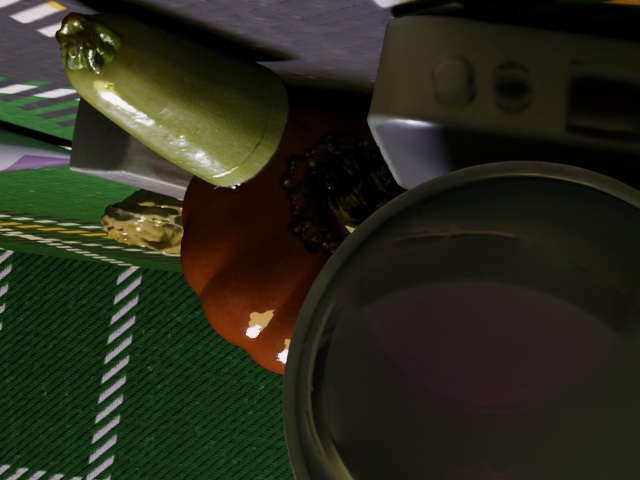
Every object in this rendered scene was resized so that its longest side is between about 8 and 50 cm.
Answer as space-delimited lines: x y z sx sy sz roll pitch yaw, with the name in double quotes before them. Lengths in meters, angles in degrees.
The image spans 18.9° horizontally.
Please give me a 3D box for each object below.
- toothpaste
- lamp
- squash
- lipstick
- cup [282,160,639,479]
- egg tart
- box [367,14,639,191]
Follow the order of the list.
"toothpaste" -0.352 -0.094 1.911 0.114 0.073 0.299 6 -178 30
"lamp" 0.000 0.000 1.485 0.223 0.223 0.196 10 151 -20
"squash" -0.108 -0.106 1.262 0.094 0.094 0.224 6 169 30
"lipstick" -0.050 -0.060 1.661 0.076 0.080 0.371 5 174 43
"cup" 0.141 0.093 1.152 0.253 0.253 0.371 7 178 14
"egg tart" -0.104 -0.030 1.954 0.241 0.106 0.241 6 177 0
"box" 0.222 -0.052 1.233 0.367 0.090 0.373 7 176 7
